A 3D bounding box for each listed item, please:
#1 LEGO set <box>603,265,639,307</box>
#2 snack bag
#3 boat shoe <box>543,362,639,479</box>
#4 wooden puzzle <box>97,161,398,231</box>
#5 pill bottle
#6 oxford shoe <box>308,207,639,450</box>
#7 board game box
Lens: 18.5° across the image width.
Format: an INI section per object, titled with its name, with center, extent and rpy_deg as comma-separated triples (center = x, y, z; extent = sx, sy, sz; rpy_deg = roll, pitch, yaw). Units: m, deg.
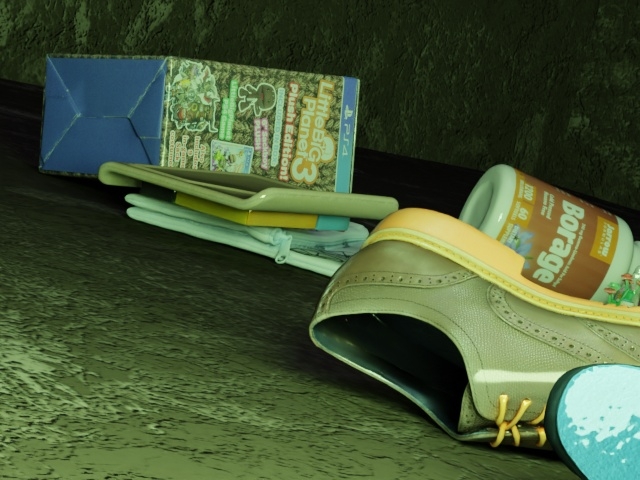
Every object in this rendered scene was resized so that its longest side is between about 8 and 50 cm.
[LEGO set]
center = 0.364, 0.060, 2.069
extent = 0.287, 0.107, 0.132
rpy_deg = 9, 8, -39
[snack bag]
center = 0.000, 0.000, 2.124
extent = 0.342, 0.037, 0.323
rpy_deg = 16, 6, 19
[boat shoe]
center = 0.239, 0.149, 1.159
extent = 0.258, 0.109, 0.089
rpy_deg = 29, -4, -12
[wooden puzzle]
center = -0.075, -0.043, 2.007
extent = 0.238, 0.044, 0.221
rpy_deg = 10, 4, 41
[pill bottle]
center = 0.266, 0.010, 2.163
extent = 0.216, 0.121, 0.121
rpy_deg = 23, 4, -14
[oxford shoe]
center = 0.160, 0.109, 1.318
extent = 0.363, 0.130, 0.133
rpy_deg = 24, 42, 23
[board game box]
center = -0.140, -0.134, 2.270
extent = 0.291, 0.141, 0.232
rpy_deg = 2, 3, -43
